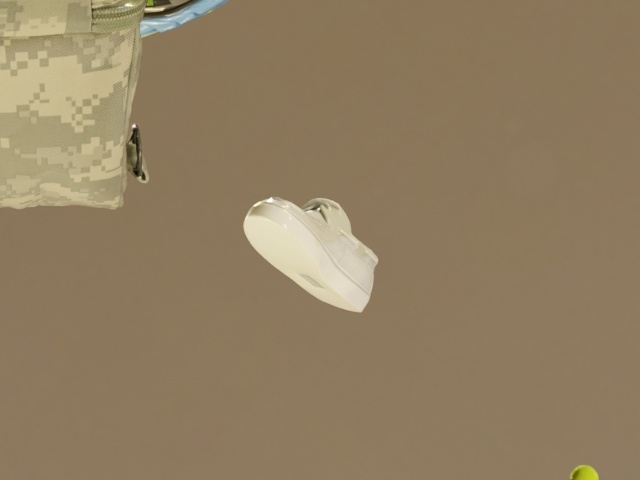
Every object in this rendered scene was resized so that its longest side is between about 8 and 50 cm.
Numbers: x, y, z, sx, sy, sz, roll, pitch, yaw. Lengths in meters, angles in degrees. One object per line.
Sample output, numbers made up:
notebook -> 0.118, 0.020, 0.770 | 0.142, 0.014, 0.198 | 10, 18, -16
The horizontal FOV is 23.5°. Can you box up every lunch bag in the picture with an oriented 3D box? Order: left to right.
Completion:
lunch bag -> -0.248, -0.122, 0.851 | 0.305, 0.256, 0.212 | -5, -150, -14

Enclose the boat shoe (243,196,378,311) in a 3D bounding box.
boat shoe -> 0.000, 0.000, 1.253 | 0.066, 0.184, 0.063 | 11, -108, 36

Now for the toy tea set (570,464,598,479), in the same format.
toy tea set -> 0.135, 0.316, 0.998 | 0.200, 0.124, 0.336 | -26, -121, 22

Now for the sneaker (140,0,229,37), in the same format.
sneaker -> -0.109, -0.180, 1.020 | 0.188, 0.078, 0.067 | -14, -162, 27
